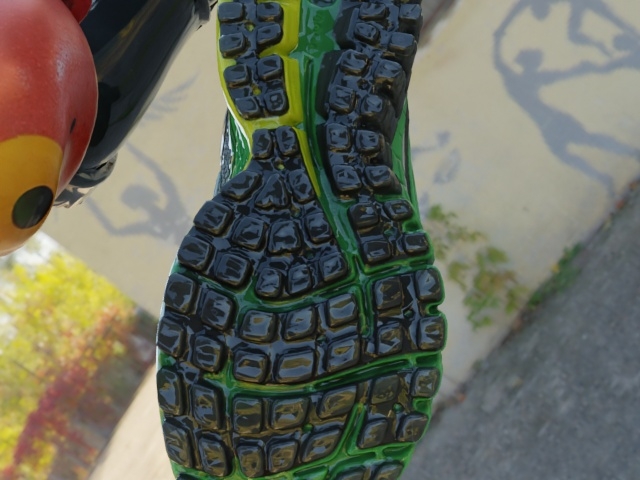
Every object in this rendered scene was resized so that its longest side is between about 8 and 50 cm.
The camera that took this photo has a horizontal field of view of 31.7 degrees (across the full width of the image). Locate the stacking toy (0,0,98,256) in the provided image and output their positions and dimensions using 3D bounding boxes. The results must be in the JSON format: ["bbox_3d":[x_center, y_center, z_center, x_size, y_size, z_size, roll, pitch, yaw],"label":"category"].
[{"bbox_3d":[-0.140,0.075,0.370,0.130,0.279,0.309,-12,-29,-45],"label":"stacking toy"}]

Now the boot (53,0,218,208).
[{"bbox_3d":[-0.034,-0.248,0.696,0.445,0.146,0.367,-40,21,11],"label":"boot"}]

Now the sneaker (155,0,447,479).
[{"bbox_3d":[0.000,0.000,0.599,0.146,0.134,0.344,89,-172,-69],"label":"sneaker"}]
